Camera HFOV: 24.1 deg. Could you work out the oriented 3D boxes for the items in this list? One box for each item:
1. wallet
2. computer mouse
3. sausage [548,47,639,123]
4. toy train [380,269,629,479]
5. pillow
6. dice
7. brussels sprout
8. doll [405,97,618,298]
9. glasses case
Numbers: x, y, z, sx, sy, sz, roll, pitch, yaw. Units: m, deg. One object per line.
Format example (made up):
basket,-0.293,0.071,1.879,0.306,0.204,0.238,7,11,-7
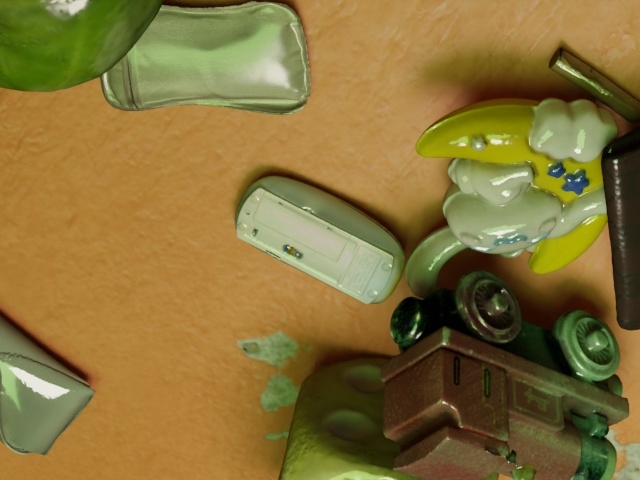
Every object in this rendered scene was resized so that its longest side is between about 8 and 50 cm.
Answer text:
wallet,0.376,-0.026,1.568,0.182,0.049,0.229,-23,121,-18
computer mouse,0.000,-0.001,1.678,0.199,0.045,0.102,26,123,2
sausage,0.289,-0.158,1.556,0.116,0.026,0.026,33,119,-11
toy train,0.204,0.169,1.606,0.304,0.221,0.150,21,142,-27
pillow,-0.127,-0.195,1.594,0.233,0.038,0.130,0,116,8
dice,0.072,0.286,1.725,0.238,0.233,0.226,12,119,1
brussels sprout,-0.294,-0.323,1.416,0.355,0.281,0.289,37,139,13
doll,0.204,-0.046,1.583,0.252,0.111,0.237,-10,134,1
glasses case,-0.415,0.139,1.805,0.308,0.083,0.128,42,118,-15
